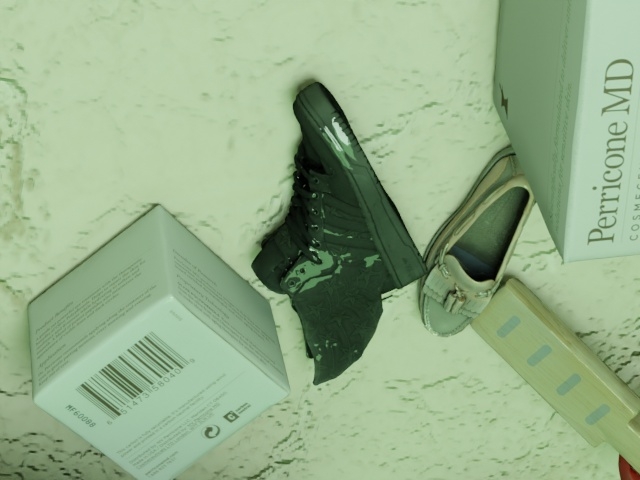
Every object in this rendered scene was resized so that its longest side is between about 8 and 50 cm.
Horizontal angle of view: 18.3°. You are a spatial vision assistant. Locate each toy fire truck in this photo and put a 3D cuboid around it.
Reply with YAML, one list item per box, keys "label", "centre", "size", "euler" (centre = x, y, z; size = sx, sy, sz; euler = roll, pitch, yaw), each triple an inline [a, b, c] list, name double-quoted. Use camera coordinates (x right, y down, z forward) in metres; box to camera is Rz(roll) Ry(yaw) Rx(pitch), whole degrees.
- label: "toy fire truck"
  centre: [0.235, 0.068, 1.130]
  size: [0.246, 0.158, 0.217]
  euler: [9, 124, -29]

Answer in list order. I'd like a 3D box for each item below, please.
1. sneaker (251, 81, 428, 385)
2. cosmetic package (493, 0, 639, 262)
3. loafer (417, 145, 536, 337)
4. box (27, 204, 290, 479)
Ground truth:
- label: "sneaker"
  centre: [-0.001, -0.002, 1.075]
  size: [0.089, 0.051, 0.170]
  euler: [-28, 129, 4]
- label: "cosmetic package"
  centre: [0.281, -0.122, 0.981]
  size: [0.366, 0.155, 0.197]
  euler: [-7, 129, -7]
- label: "loafer"
  centre: [0.086, 0.006, 1.100]
  size: [0.045, 0.039, 0.125]
  euler: [24, 117, -4]
- label: "box"
  centre: [-0.089, 0.059, 1.079]
  size: [0.101, 0.087, 0.102]
  euler: [-37, 124, 16]
